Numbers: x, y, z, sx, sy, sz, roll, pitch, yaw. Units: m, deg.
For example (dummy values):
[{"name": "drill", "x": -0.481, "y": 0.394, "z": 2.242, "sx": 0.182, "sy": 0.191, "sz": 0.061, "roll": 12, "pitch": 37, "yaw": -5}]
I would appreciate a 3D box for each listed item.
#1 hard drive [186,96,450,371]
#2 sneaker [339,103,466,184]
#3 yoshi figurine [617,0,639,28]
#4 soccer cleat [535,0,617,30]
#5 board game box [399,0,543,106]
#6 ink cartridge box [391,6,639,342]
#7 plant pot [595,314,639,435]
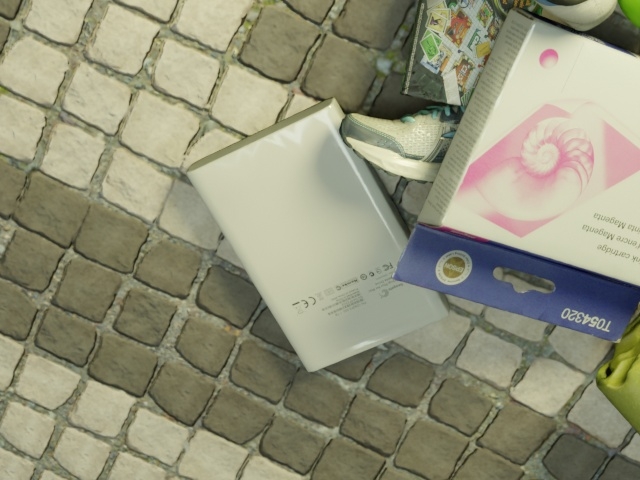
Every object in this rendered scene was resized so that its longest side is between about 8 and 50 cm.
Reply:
[{"name": "hard drive", "x": 0.000, "y": 0.000, "z": 1.615, "sx": 0.203, "sy": 0.040, "sz": 0.307, "roll": -24, "pitch": 110, "yaw": 18}, {"name": "sneaker", "x": 0.164, "y": -0.129, "z": 1.506, "sx": 0.283, "sy": 0.110, "sz": 0.122, "roll": 8, "pitch": 109, "yaw": -5}, {"name": "yoshi figurine", "x": 0.343, "y": -0.356, "z": 1.317, "sx": 0.203, "sy": 0.203, "sz": 0.362, "roll": -18, "pitch": 114, "yaw": 25}, {"name": "soccer cleat", "x": 0.201, "y": -0.353, "z": 1.347, "sx": 0.116, "sy": 0.143, "sz": 0.331, "roll": -28, "pitch": 71, "yaw": 12}, {"name": "board game box", "x": 0.176, "y": -0.273, "z": 1.423, "sx": 0.136, "sy": 0.030, "sz": 0.259, "roll": 12, "pitch": 99, "yaw": 5}, {"name": "ink cartridge box", "x": 0.287, "y": -0.049, "z": 1.450, "sx": 0.324, "sy": 0.071, "sz": 0.330, "roll": 15, "pitch": 107, "yaw": -23}, {"name": "plant pot", "x": 0.473, "y": 0.185, "z": 1.537, "sx": 0.254, "sy": 0.276, "sz": 0.276, "roll": 42, "pitch": 115, "yaw": 1}]
